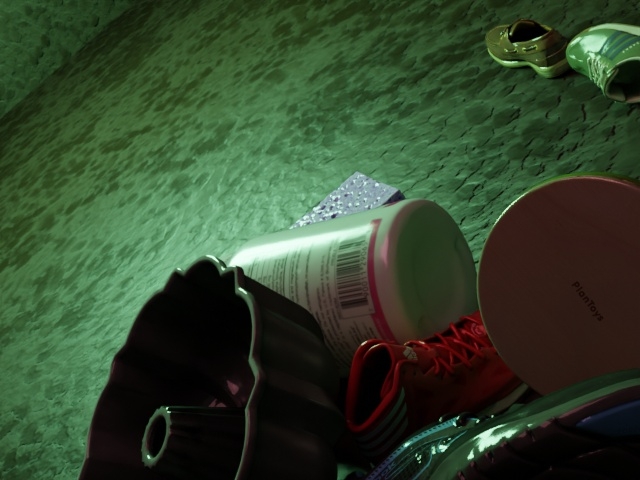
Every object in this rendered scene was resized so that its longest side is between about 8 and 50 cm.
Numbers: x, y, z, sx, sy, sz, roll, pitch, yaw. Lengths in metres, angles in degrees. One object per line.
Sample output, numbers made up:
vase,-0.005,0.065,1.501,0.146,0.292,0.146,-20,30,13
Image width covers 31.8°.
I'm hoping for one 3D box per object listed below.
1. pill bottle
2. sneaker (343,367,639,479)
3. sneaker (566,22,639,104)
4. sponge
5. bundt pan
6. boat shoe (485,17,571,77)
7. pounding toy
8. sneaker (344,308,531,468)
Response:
pill bottle,0.002,0.061,1.134,0.283,0.160,0.160,-13,35,37
sneaker,0.120,0.166,0.821,0.340,0.125,0.140,-34,25,29
sneaker,0.334,-0.193,1.258,0.086,0.064,0.192,-42,31,-23
sponge,0.000,0.000,1.372,0.210,0.031,0.117,-41,28,-8
bundt pan,-0.092,0.187,0.987,0.331,0.124,0.331,-37,43,43
boat shoe,0.265,-0.259,1.447,0.064,0.060,0.178,-39,27,-6
pounding toy,0.231,0.056,0.866,0.183,0.237,0.110,-7,9,34
sneaker,0.111,0.104,0.961,0.087,0.128,0.221,32,75,40
